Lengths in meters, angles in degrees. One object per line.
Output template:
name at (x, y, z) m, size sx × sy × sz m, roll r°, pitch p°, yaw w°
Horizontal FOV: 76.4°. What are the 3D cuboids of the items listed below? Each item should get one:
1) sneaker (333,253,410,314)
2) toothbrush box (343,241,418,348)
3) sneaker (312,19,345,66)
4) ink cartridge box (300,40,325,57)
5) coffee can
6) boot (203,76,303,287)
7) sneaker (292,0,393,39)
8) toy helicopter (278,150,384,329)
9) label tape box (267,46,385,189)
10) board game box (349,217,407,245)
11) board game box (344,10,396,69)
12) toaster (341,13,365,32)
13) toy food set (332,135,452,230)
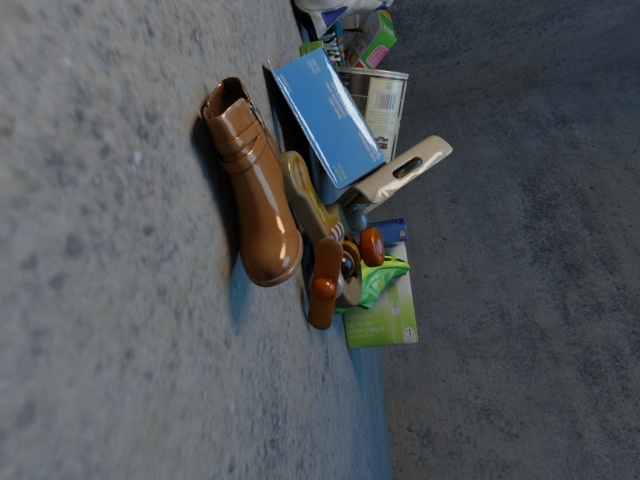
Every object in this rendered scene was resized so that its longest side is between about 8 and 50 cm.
sneaker at (0.114, 0.103, 1.034) m, size 0.295 × 0.109 × 0.124 m, roll -15°, pitch 118°, yaw -41°
toothbrush box at (0.166, 0.159, 1.208) m, size 0.122 × 0.205 × 0.284 m, roll -28°, pitch 111°, yaw -79°
sneaker at (0.034, -0.622, 1.343) m, size 0.302 × 0.107 × 0.121 m, roll 56°, pitch 23°, yaw -71°
ink cartridge box at (0.000, -0.446, 1.148) m, size 0.209 × 0.062 × 0.109 m, roll 42°, pitch 41°, yaw -75°
coffee can at (0.118, -0.317, 1.110) m, size 0.202 × 0.201 × 0.276 m, roll -71°, pitch 168°, yaw -68°
boot at (-0.076, -0.063, 0.426) m, size 0.153 × 0.072 × 0.197 m, roll 73°, pitch 2°, yaw -48°
sneaker at (0.036, -0.654, 1.106) m, size 0.315 × 0.182 × 0.128 m, roll -21°, pitch 77°, yaw -41°
toy helicopter at (0.000, 0.000, 0.743) m, size 0.235 × 0.140 × 0.355 m, roll -76°, pitch 147°, yaw -41°
label tape box at (0.033, -0.242, 0.834) m, size 0.249 × 0.115 × 0.348 m, roll 60°, pitch 11°, yaw -4°
board game box at (0.127, -0.017, 1.115) m, size 0.160 × 0.210 × 0.047 m, roll -47°, pitch 128°, yaw -78°
board game box at (0.141, -0.678, 1.511) m, size 0.064 × 0.316 × 0.243 m, roll 26°, pitch 43°, yaw -24°
toaster at (0.068, -0.836, 1.474) m, size 0.110 × 0.185 × 0.168 m, roll 84°, pitch 6°, yaw -50°
toy food set at (0.143, -0.108, 0.929) m, size 0.093 × 0.219 × 0.306 m, roll 56°, pitch -17°, yaw 0°
